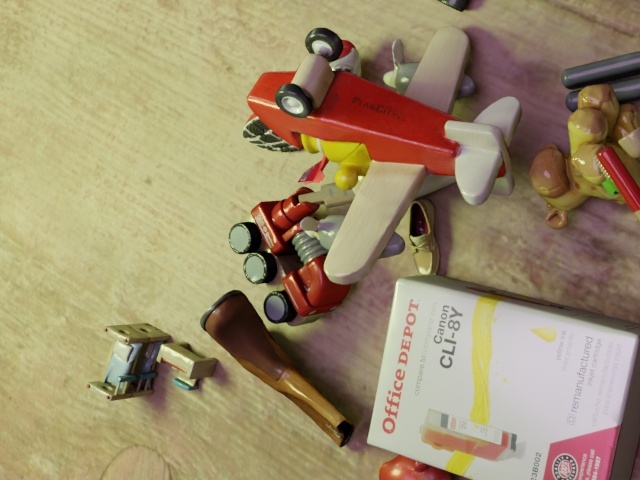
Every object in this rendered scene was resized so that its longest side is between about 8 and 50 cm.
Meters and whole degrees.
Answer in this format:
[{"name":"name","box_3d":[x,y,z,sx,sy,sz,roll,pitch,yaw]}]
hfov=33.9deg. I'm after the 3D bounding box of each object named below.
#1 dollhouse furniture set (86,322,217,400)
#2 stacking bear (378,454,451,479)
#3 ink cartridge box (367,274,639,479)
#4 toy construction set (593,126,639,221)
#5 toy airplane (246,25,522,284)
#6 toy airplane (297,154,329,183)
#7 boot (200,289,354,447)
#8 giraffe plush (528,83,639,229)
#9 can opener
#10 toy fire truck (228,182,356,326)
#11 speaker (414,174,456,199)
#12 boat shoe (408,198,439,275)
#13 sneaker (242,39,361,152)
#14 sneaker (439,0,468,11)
[{"name":"dollhouse furniture set","box_3d":[-0.319,0.250,1.982,0.184,0.129,0.129,23,100,29]},{"name":"stacking bear","box_3d":[0.124,0.478,1.710,0.164,0.175,0.289,20,91,31]},{"name":"ink cartridge box","box_3d":[0.288,0.227,1.609,0.385,0.160,0.279,13,96,30]},{"name":"toy construction set","box_3d":[0.542,-0.085,1.396,0.309,0.257,0.237,-30,85,-14]},{"name":"toy airplane","box_3d":[0.119,-0.143,1.631,0.386,0.272,0.384,-19,63,-13]},{"name":"toy airplane","box_3d":[0.013,-0.149,1.814,0.151,0.151,0.028,-36,115,25]},{"name":"boot","box_3d":[-0.070,0.226,1.772,0.096,0.264,0.280,-40,63,-15]},{"name":"giraffe plush","box_3d":[0.389,-0.109,1.572,0.170,0.210,0.181,-15,40,43]},{"name":"can opener","box_3d":[0.492,-0.254,1.538,0.283,0.095,0.076,-11,83,23]},{"name":"toy fire truck","box_3d":[0.000,0.000,1.809,0.246,0.158,0.217,-40,69,34]},{"name":"speaker","box_3d":[0.177,-0.105,1.745,0.136,0.055,0.055,-22,78,28]},{"name":"boat shoe","box_3d":[0.166,-0.002,1.752,0.050,0.045,0.135,-9,84,30]},{"name":"sneaker","box_3d":[-0.027,-0.253,1.853,0.279,0.107,0.118,-31,40,37]},{"name":"sneaker","box_3d":[0.209,-0.440,1.738,0.170,0.051,0.089,33,105,22]}]
